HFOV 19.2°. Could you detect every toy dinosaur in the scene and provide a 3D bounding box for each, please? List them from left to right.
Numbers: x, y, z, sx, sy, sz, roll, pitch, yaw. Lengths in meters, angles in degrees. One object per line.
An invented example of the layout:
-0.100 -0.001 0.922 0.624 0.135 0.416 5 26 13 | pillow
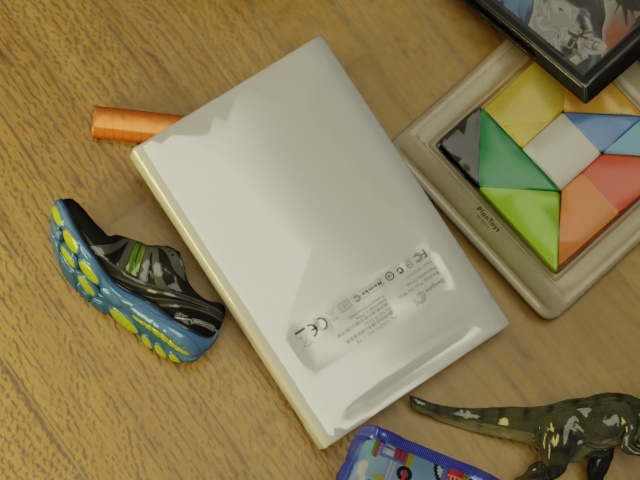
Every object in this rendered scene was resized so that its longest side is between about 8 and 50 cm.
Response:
0.215 0.186 1.644 0.268 0.064 0.118 -3 99 18 | toy dinosaur

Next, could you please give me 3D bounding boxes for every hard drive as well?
0.000 0.000 1.666 0.203 0.040 0.308 -33 87 -14 | hard drive

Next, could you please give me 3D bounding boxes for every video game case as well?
0.252 -0.291 1.729 0.275 0.035 0.248 -41 65 -11 | video game case

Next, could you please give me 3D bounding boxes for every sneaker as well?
-0.163 0.029 1.666 0.188 0.067 0.078 39 57 7 | sneaker

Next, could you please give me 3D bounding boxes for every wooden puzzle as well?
0.217 -0.082 1.716 0.238 0.044 0.221 -41 83 -11 | wooden puzzle

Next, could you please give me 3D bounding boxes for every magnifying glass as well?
-0.090 -0.095 1.710 0.230 0.026 0.092 6 78 -2 | magnifying glass

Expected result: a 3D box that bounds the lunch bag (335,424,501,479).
0.100 0.298 1.532 0.293 0.138 0.221 27 63 -10 | lunch bag
